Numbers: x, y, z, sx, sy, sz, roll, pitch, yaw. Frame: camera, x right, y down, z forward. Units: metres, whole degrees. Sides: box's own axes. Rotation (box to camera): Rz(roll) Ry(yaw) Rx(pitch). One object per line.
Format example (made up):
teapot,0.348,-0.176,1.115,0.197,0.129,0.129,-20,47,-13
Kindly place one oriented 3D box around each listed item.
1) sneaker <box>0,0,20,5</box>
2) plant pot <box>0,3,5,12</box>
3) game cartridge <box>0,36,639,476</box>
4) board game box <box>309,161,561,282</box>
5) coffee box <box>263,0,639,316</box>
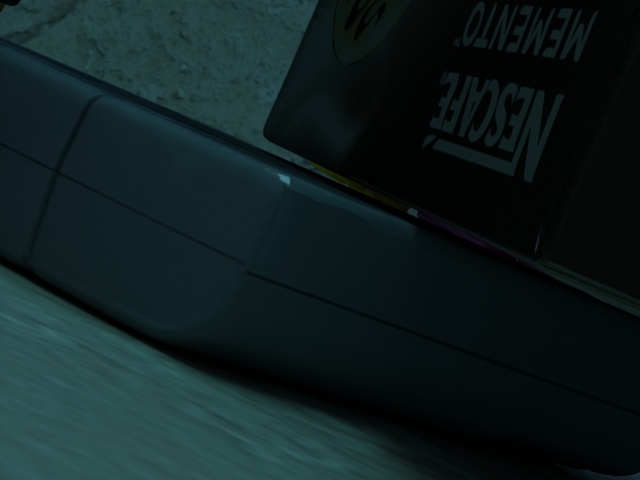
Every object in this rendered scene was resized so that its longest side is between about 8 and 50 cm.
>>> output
sneaker,-0.121,-0.107,0.427,0.180,0.124,0.321,16,22,-28
plant pot,-0.210,-0.160,0.766,0.205,0.205,0.188,24,-13,17
game cartridge,-0.052,-0.015,0.573,0.198,0.062,0.297,16,7,-39
board game box,0.191,0.046,1.020,0.390,0.050,0.390,31,1,-11
coffee box,0.093,-0.069,0.512,0.119,0.168,0.297,23,3,-15
